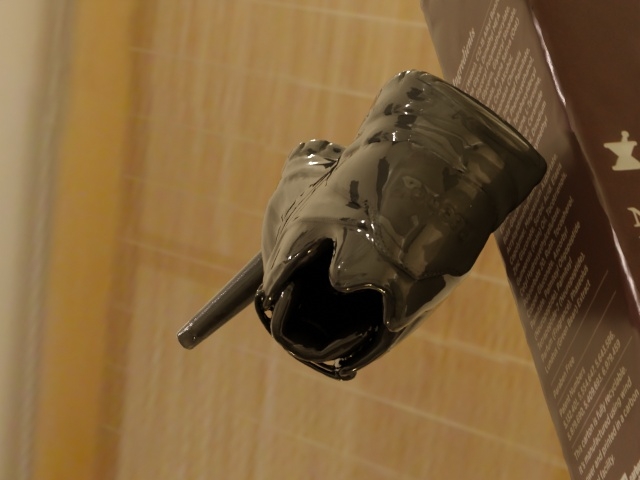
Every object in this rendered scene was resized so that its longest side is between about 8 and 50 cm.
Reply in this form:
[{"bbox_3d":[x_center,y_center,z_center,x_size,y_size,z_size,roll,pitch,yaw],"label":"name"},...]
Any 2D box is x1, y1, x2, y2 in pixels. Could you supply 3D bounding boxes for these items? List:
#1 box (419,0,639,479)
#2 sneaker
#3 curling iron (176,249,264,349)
[{"bbox_3d":[0.194,-0.031,0.881,0.191,0.381,0.143,-5,-36,-14],"label":"box"},{"bbox_3d":[0.010,0.012,0.900,0.109,0.286,0.130,34,-110,-1],"label":"sneaker"},{"bbox_3d":[0.000,0.000,1.297,0.274,0.068,0.035,-33,-31,14],"label":"curling iron"}]
